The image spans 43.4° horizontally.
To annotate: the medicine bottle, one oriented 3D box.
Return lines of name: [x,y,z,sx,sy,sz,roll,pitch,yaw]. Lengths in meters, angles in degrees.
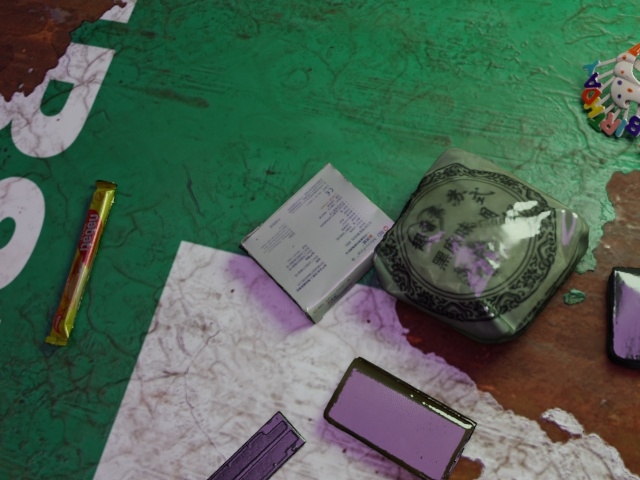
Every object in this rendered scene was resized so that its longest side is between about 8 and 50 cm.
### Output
medicine bottle: [0.000,0.000,1.256,0.201,0.052,0.171,-44,68,-6]

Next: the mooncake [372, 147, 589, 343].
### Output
mooncake: [0.227,0.010,1.160,0.250,0.136,0.254,31,79,24]

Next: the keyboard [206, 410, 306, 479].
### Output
keyboard: [-0.114,0.342,1.180,0.202,0.011,0.067,-43,70,-5]

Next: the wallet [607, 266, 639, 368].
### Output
wallet: [0.525,0.112,1.109,0.250,0.044,0.148,5,75,13]

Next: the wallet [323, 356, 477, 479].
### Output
wallet: [0.111,0.258,1.151,0.198,0.031,0.110,27,79,19]

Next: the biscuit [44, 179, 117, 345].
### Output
biscuit: [-0.396,0.035,1.344,0.048,0.026,0.291,1,69,33]

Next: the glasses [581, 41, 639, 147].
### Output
glasses: [0.511,-0.198,1.217,0.255,0.095,0.162,49,114,21]
